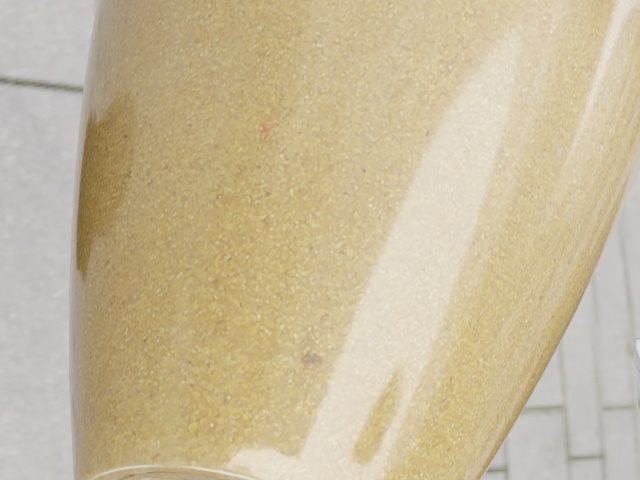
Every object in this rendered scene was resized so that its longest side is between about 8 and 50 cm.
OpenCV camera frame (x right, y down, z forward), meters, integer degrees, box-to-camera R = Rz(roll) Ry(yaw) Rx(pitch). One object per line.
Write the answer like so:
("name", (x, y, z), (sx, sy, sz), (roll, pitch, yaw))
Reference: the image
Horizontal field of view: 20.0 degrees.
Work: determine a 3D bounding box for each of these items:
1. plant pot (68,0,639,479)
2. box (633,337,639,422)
("plant pot", (0.000, 0.000, 0.681), (0.237, 0.237, 0.254), (42, 51, -36))
("box", (0.342, 0.184, 1.223), (0.345, 0.215, 0.168), (70, 4, -58))
